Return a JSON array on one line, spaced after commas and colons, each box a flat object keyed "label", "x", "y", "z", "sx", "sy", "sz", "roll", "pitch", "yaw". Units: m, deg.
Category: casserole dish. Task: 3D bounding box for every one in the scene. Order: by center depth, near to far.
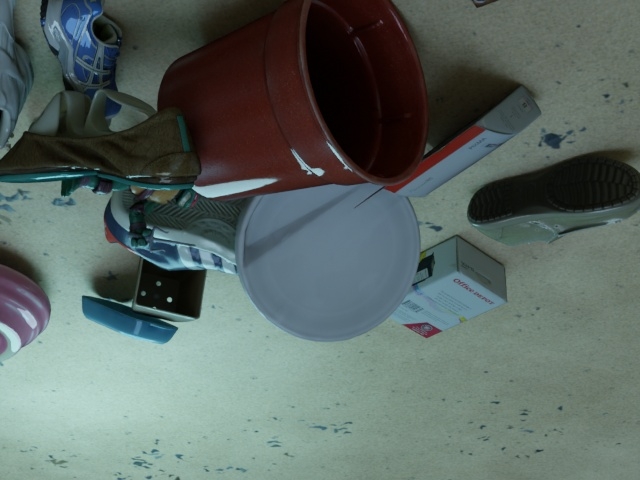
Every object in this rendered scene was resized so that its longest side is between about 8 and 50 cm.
[{"label": "casserole dish", "x": -0.319, "y": 0.133, "z": 2.362, "sx": 0.188, "sy": 0.037, "sz": 0.114, "roll": 19, "pitch": -179, "yaw": 42}]

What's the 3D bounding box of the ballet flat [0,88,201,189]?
[{"label": "ballet flat", "x": -0.288, "y": -0.130, "z": 1.817, "sx": 0.342, "sy": 0.124, "sz": 0.116, "roll": 4, "pitch": -173, "yaw": 41}]

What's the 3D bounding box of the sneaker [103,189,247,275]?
[{"label": "sneaker", "x": -0.166, "y": 0.000, "z": 2.185, "sx": 0.350, "sy": 0.131, "sz": 0.148, "roll": 21, "pitch": 148, "yaw": -17}]

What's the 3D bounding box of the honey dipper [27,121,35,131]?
[{"label": "honey dipper", "x": -0.345, "y": -0.133, "z": 2.070, "sx": 0.161, "sy": 0.030, "sz": 0.030, "roll": 18, "pitch": 143, "yaw": -26}]

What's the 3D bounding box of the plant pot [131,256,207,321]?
[{"label": "plant pot", "x": -0.253, "y": 0.079, "z": 2.314, "sx": 0.109, "sy": 0.109, "sz": 0.096, "roll": 14, "pitch": 156, "yaw": -18}]

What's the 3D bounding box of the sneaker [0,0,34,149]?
[{"label": "sneaker", "x": -0.438, "y": -0.239, "z": 1.811, "sx": 0.114, "sy": 0.152, "sz": 0.305, "roll": -2, "pitch": 144, "yaw": 10}]

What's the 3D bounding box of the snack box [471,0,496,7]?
[{"label": "snack box", "x": 0.180, "y": -0.353, "z": 1.728, "sx": 0.064, "sy": 0.022, "sz": 0.178, "roll": -18, "pitch": 141, "yaw": 24}]

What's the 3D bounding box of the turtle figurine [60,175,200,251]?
[{"label": "turtle figurine", "x": -0.239, "y": -0.077, "z": 2.025, "sx": 0.234, "sy": 0.118, "sz": 0.175, "roll": 20, "pitch": 105, "yaw": -33}]

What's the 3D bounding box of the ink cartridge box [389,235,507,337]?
[{"label": "ink cartridge box", "x": 0.196, "y": 0.078, "z": 2.312, "sx": 0.175, "sy": 0.072, "sz": 0.127, "roll": -28, "pitch": 136, "yaw": 36}]

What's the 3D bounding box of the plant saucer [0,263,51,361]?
[{"label": "plant saucer", "x": -0.620, "y": 0.125, "z": 2.381, "sx": 0.332, "sy": 0.084, "sz": 0.332, "roll": 3, "pitch": 152, "yaw": 2}]

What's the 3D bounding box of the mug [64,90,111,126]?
[{"label": "mug", "x": -0.320, "y": -0.180, "z": 1.973, "sx": 0.064, "sy": 0.062, "sz": 0.078, "roll": 3, "pitch": 153, "yaw": -16}]

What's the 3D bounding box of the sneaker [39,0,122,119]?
[{"label": "sneaker", "x": -0.295, "y": -0.236, "z": 1.866, "sx": 0.081, "sy": 0.080, "sz": 0.211, "roll": -6, "pitch": 142, "yaw": 10}]

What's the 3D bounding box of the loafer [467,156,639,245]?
[{"label": "loafer", "x": 0.352, "y": -0.052, "z": 2.102, "sx": 0.269, "sy": 0.102, "sz": 0.092, "roll": -7, "pitch": 147, "yaw": 29}]

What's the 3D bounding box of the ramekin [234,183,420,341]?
[{"label": "ramekin", "x": 0.000, "y": 0.000, "z": 2.064, "sx": 0.273, "sy": 0.127, "sz": 0.272, "roll": -3, "pitch": 103, "yaw": -13}]

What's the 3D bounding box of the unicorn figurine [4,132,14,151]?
[{"label": "unicorn figurine", "x": -0.495, "y": -0.152, "z": 2.031, "sx": 0.111, "sy": 0.060, "sz": 0.162, "roll": 5, "pitch": 129, "yaw": -4}]

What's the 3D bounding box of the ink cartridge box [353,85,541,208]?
[{"label": "ink cartridge box", "x": 0.174, "y": -0.108, "z": 1.927, "sx": 0.066, "sy": 0.232, "sz": 0.189, "roll": 51, "pitch": 132, "yaw": -4}]

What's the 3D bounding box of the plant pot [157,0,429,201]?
[{"label": "plant pot", "x": -0.046, "y": -0.173, "z": 1.813, "sx": 0.265, "sy": 0.272, "sz": 0.272, "roll": -14, "pitch": 143, "yaw": 34}]
